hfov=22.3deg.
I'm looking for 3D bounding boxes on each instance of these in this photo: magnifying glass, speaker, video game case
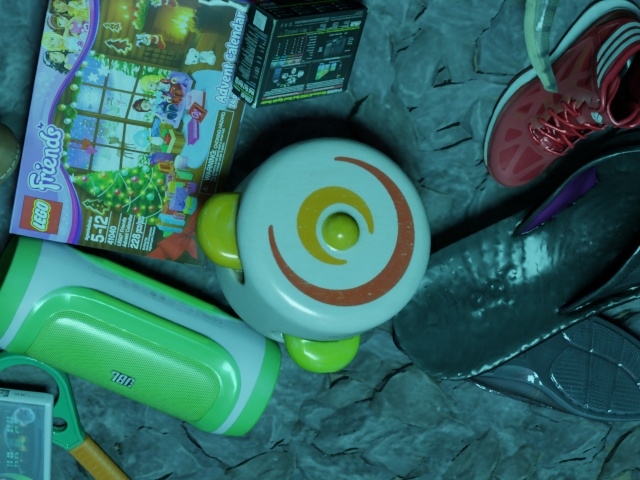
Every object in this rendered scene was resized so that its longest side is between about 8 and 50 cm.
[{"bbox_3d":[-0.282,0.204,1.781,0.092,0.026,0.231,-30,117,15],"label":"magnifying glass"},{"bbox_3d":[-0.194,0.098,1.661,0.296,0.131,0.131,24,117,-17],"label":"speaker"},{"bbox_3d":[-0.380,0.233,1.775,0.173,0.022,0.190,7,126,-2],"label":"video game case"}]

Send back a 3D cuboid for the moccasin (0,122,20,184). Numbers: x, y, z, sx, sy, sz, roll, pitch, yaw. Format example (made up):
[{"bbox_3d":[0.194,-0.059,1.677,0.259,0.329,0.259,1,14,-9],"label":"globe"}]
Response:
[{"bbox_3d":[-0.411,0.028,1.599,0.147,0.139,0.380,32,112,-27],"label":"moccasin"}]

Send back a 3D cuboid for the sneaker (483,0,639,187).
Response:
[{"bbox_3d":[0.236,-0.121,1.551,0.087,0.128,0.221,25,116,-17],"label":"sneaker"}]

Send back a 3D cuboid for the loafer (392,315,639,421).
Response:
[{"bbox_3d":[0.221,0.123,1.735,0.302,0.095,0.109,16,77,-15],"label":"loafer"}]

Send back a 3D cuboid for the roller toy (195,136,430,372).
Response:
[{"bbox_3d":[0.000,0.000,1.559,0.209,0.146,0.191,45,71,-4],"label":"roller toy"}]

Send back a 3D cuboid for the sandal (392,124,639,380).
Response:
[{"bbox_3d":[0.270,-0.005,1.574,0.446,0.107,0.167,-35,77,7],"label":"sandal"}]

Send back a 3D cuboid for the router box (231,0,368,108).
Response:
[{"bbox_3d":[-0.019,-0.178,1.517,0.122,0.038,0.092,-14,130,-41],"label":"router box"}]

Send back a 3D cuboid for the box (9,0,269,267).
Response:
[{"bbox_3d":[-0.178,-0.123,1.566,0.201,0.057,0.293,10,120,-9],"label":"box"}]

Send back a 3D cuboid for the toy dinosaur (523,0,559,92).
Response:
[{"bbox_3d":[0.190,-0.274,1.481,0.118,0.064,0.268,15,111,10],"label":"toy dinosaur"}]
